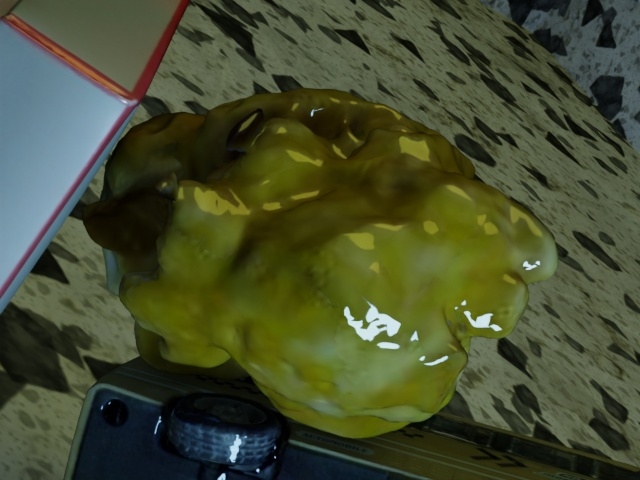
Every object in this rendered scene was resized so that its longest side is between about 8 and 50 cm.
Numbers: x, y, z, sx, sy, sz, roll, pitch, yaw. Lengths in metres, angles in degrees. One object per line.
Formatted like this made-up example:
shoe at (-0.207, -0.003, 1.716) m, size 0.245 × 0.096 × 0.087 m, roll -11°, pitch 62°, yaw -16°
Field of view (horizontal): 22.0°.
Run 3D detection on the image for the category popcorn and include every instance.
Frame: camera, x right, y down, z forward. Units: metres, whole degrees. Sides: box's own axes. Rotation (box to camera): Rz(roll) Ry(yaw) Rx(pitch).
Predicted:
popcorn at (-0.003, 0.001, 0.900) m, size 0.254 × 0.191 × 0.190 m, roll 20°, pitch 56°, yaw 6°

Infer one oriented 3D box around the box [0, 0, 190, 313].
box at (-0.284, -0.086, 0.952) m, size 0.300 × 0.312 × 0.314 m, roll 34°, pitch 19°, yaw -10°

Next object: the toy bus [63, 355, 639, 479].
toy bus at (0.038, 0.182, 0.977) m, size 0.365 × 0.176 × 0.202 m, roll 16°, pitch 12°, yaw 8°
